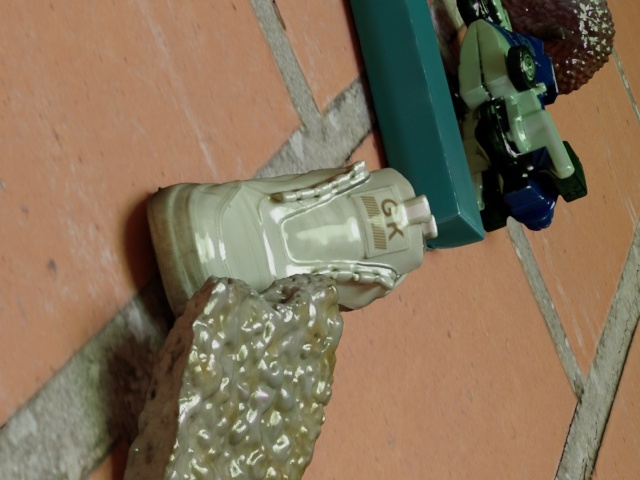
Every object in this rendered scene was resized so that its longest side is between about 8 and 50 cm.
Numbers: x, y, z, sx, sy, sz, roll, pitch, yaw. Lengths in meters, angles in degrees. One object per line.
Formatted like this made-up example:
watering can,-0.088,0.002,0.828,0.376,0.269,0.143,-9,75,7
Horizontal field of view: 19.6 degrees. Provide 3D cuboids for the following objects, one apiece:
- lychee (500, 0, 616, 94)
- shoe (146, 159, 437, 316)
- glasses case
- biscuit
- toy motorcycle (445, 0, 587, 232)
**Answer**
lychee,0.275,-0.254,2.243,0.197,0.165,0.165,-24,95,-78
shoe,0.000,0.000,1.348,0.316,0.159,0.124,-4,78,-72
glasses case,0.088,-0.143,1.826,0.117,0.070,0.301,34,40,-67
biscuit,-0.056,0.105,1.190,0.265,0.040,0.188,-51,135,-45
toy motorcycle,0.210,-0.156,2.072,0.196,0.125,0.331,50,25,-43
